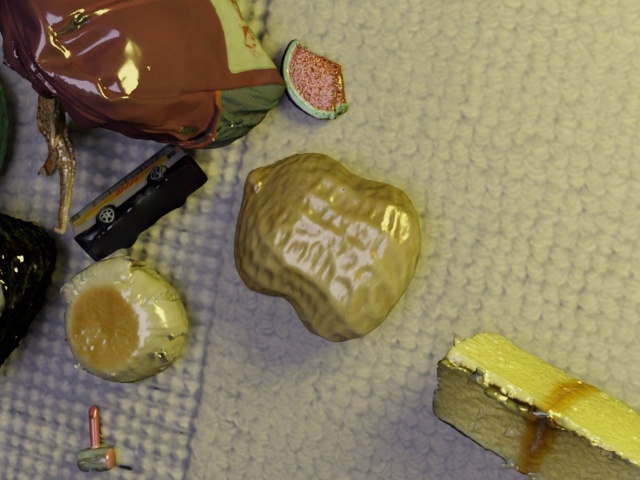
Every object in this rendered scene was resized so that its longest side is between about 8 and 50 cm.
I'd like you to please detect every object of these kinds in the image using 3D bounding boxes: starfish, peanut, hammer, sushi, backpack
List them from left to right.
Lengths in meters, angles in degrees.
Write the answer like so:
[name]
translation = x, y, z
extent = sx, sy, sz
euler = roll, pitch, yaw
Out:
[sushi]
translation = -0.487, 0.102, 1.788
extent = 0.211, 0.171, 0.350
euler = 42, 106, 11
[starfish]
translation = -0.315, -0.131, 1.699
extent = 0.048, 0.295, 0.231
euler = -6, 118, -13
[hammer]
translation = -0.285, 0.251, 1.801
extent = 0.052, 0.031, 0.083
euler = -7, 80, 17
[backpack]
translation = -0.218, -0.218, 1.591
extent = 0.197, 0.317, 0.283
euler = -43, 78, 36
[peanut]
translation = 0.000, 0.000, 1.637
extent = 0.233, 0.110, 0.197
euler = 31, 103, 14

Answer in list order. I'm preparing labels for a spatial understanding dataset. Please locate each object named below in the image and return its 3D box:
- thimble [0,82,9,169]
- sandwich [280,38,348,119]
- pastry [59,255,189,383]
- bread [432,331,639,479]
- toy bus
[thimble]
translation = -0.501, -0.146, 1.787
extent = 0.219, 0.150, 0.219
euler = 2, 95, 20
[sandwich]
translation = -0.007, -0.184, 1.673
extent = 0.101, 0.026, 0.069
euler = 33, 99, 12
[pastry]
translation = -0.243, 0.100, 1.742
extent = 0.166, 0.088, 0.166
euler = 1, 93, 19
[bread]
translation = 0.256, 0.202, 1.553
extent = 0.266, 0.142, 0.178
euler = 33, 140, 18
[toy bus]
translation = -0.221, -0.048, 1.712
extent = 0.172, 0.057, 0.072
euler = -38, 37, 1
